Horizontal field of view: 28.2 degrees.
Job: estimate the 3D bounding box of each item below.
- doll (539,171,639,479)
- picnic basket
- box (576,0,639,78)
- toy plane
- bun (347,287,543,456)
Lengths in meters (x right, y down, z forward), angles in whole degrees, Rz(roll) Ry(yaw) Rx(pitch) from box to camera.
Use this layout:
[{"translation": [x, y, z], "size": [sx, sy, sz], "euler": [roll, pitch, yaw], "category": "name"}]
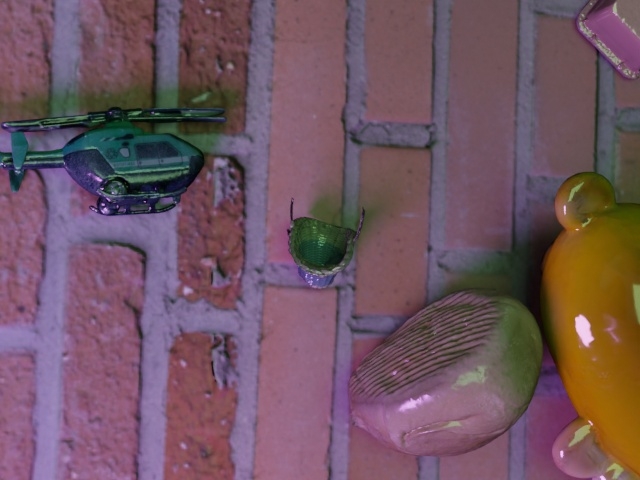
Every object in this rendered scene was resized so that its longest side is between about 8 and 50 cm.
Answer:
[{"translation": [0.365, 0.141, 1.140], "size": [0.348, 0.161, 0.423], "euler": [-4, 96, -15], "category": "doll"}, {"translation": [0.000, 0.000, 1.124], "size": [0.065, 0.083, 0.083], "euler": [14, 126, 2], "category": "picnic basket"}, {"translation": [0.318, -0.226, 1.223], "size": [0.089, 0.062, 0.122], "euler": [43, 78, -7], "category": "box"}, {"translation": [-0.192, -0.071, 1.093], "size": [0.235, 0.060, 0.096], "euler": [-3, 79, -17], "category": "toy plane"}, {"translation": [0.115, 0.126, 1.103], "size": [0.113, 0.173, 0.166], "euler": [56, 45, -17], "category": "bun"}]
